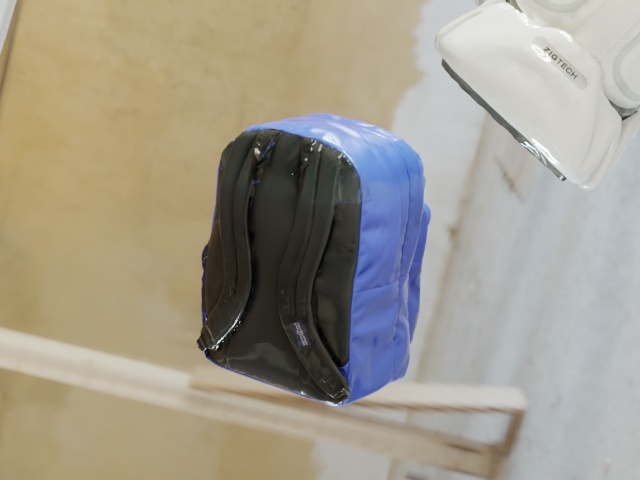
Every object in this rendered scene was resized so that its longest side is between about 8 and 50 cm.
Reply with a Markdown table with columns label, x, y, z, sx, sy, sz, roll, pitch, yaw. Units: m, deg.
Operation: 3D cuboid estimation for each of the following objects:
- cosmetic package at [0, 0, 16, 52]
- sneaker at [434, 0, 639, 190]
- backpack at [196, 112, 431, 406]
| label | x | y | z | sx | sy | sz | roll | pitch | yaw |
| --- | --- | --- | --- | --- | --- | --- | --- | --- | --- |
| cosmetic package | -0.257 | -0.135 | 0.302 | 0.156 | 0.385 | 0.217 | -68 | 26 | 24 |
| sneaker | 0.137 | -0.111 | 0.683 | 0.118 | 0.110 | 0.292 | -48 | 3 | 18 |
| backpack | 0.000 | 0.000 | 0.690 | 0.101 | 0.098 | 0.120 | -24 | -59 | -54 |
